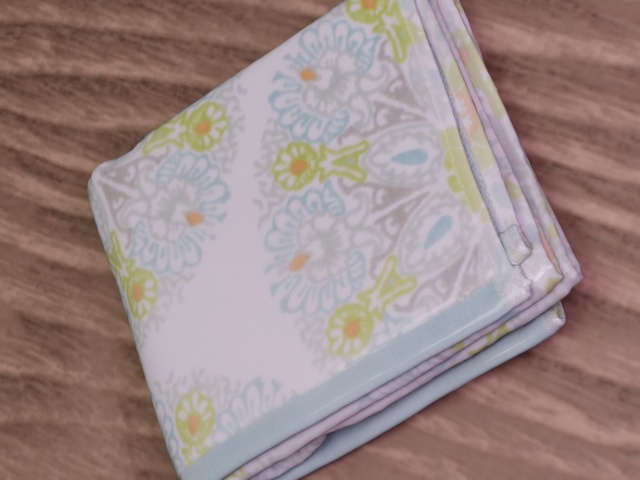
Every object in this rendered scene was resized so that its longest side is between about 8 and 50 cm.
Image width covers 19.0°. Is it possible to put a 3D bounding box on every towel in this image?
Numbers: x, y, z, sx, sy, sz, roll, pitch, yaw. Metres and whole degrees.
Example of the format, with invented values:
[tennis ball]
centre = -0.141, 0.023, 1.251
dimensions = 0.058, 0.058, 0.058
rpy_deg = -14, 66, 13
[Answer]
[towel]
centre = 0.000, 0.000, 1.522
dimensions = 0.374, 0.090, 0.320
rpy_deg = -31, 60, 22
